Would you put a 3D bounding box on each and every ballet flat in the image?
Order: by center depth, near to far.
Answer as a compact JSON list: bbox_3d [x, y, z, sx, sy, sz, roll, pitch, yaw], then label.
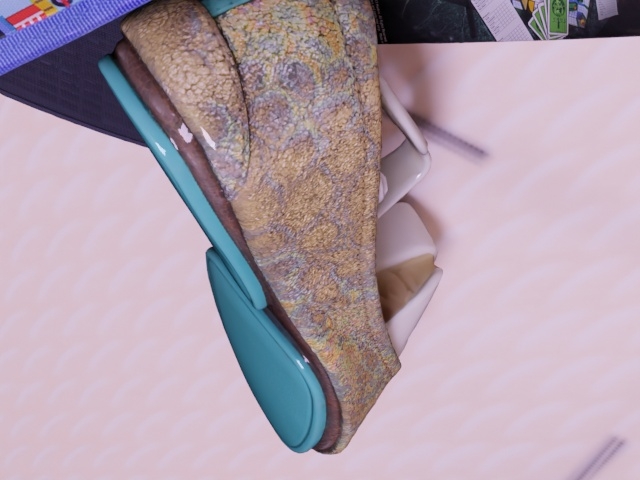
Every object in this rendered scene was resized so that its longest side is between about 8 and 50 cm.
[{"bbox_3d":[0.000,0.000,0.621,0.123,0.123,0.348,16,155,17],"label":"ballet flat"}]

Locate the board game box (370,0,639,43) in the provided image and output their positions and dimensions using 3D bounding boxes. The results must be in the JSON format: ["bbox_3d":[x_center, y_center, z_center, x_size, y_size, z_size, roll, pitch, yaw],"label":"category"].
[{"bbox_3d":[0.057,-0.177,0.456,0.136,0.030,0.259,3,137,20],"label":"board game box"}]

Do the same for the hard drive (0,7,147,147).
[{"bbox_3d":[-0.135,-0.136,0.621,0.255,0.054,0.172,24,138,9],"label":"hard drive"}]

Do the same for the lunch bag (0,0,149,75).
[{"bbox_3d":[-0.144,-0.169,0.473,0.293,0.138,0.221,-17,115,30],"label":"lunch bag"}]
